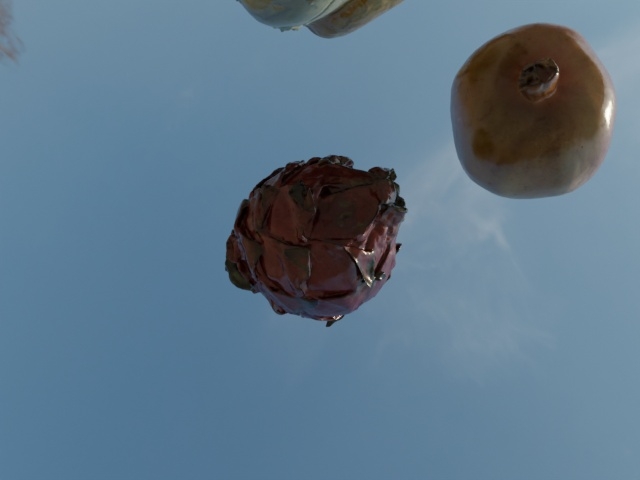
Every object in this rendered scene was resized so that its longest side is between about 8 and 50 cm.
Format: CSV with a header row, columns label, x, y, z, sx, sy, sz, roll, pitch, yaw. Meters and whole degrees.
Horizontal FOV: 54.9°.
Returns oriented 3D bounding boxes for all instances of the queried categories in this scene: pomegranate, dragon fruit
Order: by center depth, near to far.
label,x,y,z,sx,sy,sz,roll,pitch,yaw
dragon fruit,0.000,0.000,0.891,0.299,0.244,0.244,-29,-132,40
pomegranate,0.306,-0.189,0.893,0.229,0.270,0.251,0,-93,10

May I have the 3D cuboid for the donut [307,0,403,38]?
label,x,y,z,sx,sy,sz,roll,pitch,yaw
donut,0.110,-0.606,1.284,0.449,0.198,0.449,-35,-154,20

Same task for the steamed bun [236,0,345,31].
label,x,y,z,sx,sy,sz,roll,pitch,yaw
steamed bun,-0.006,-0.513,0.949,0.312,0.233,0.333,1,-75,51
